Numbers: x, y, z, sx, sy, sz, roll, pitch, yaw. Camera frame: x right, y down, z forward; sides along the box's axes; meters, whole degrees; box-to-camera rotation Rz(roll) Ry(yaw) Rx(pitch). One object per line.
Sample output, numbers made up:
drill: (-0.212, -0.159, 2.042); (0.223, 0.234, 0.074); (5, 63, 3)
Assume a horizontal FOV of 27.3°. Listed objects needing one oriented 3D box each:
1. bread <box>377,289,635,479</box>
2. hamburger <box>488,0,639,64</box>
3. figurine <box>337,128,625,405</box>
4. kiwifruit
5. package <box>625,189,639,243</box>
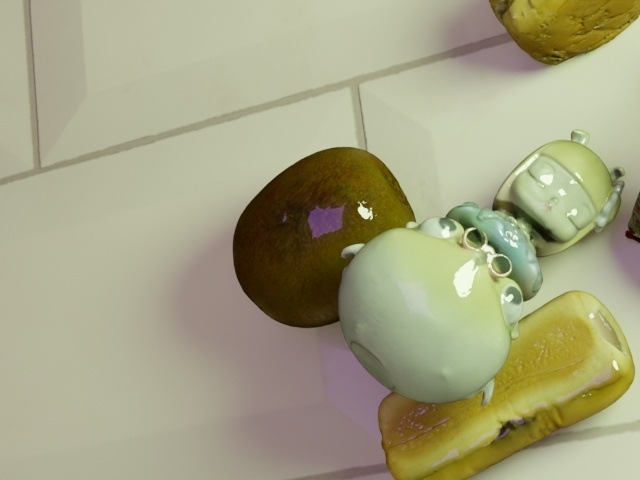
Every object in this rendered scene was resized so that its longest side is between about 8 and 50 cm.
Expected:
bread: (0.210, 0.179, 1.510); (0.305, 0.091, 0.142); (-31, 51, 16)
hamburger: (0.299, -0.301, 1.521); (0.213, 0.213, 0.108); (-33, 66, 15)
figurine: (0.187, 0.018, 1.498); (0.394, 0.274, 0.226); (-42, 87, -19)
kiwifruit: (0.000, 0.000, 1.594); (0.234, 0.196, 0.196); (-32, 67, 22)
package: (0.427, -0.039, 1.372); (0.223, 0.288, 0.108); (35, 60, 28)
